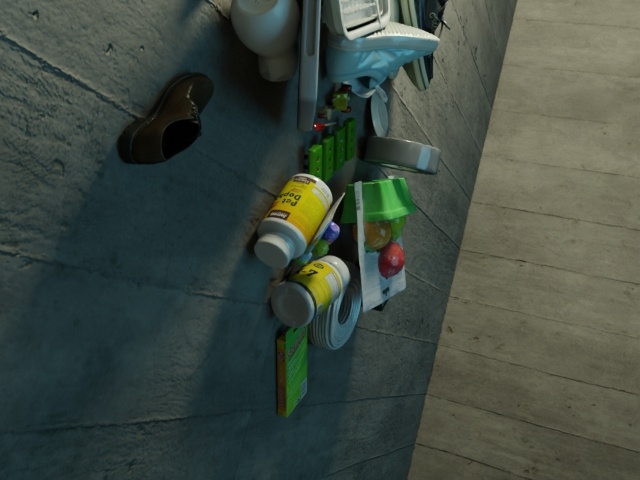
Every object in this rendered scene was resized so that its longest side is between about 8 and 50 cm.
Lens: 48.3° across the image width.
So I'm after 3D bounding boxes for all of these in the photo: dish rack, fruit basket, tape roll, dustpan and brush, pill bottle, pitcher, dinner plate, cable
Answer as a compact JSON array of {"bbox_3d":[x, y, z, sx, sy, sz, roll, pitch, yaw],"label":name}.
[{"bbox_3d":[0.067,-0.614,1.625,0.333,0.072,0.285,-45,132,-57],"label":"dish rack"},{"bbox_3d":[0.162,-0.001,2.034,0.327,0.165,0.353,-19,111,-61],"label":"fruit basket"},{"bbox_3d":[0.237,-0.246,2.074,0.219,0.219,0.072,3,99,-67],"label":"tape roll"},{"bbox_3d":[0.133,-0.434,1.939,0.211,0.060,0.147,47,58,-63],"label":"dustpan and brush"},{"bbox_3d":[-0.020,0.120,1.755,0.208,0.119,0.119,-34,132,-53],"label":"pill bottle"},{"bbox_3d":[-0.091,-0.425,1.346,0.207,0.125,0.177,60,36,-73],"label":"pitcher"},{"bbox_3d":[0.177,-0.367,2.088,0.141,0.017,0.141,-7,90,-68],"label":"dinner plate"},{"bbox_3d":[-0.064,-0.042,1.591,0.117,0.117,0.215,78,32,-45],"label":"pill bottle"},{"bbox_3d":[0.041,0.175,1.988,0.257,0.089,0.257,-48,143,-51],"label":"cable"}]

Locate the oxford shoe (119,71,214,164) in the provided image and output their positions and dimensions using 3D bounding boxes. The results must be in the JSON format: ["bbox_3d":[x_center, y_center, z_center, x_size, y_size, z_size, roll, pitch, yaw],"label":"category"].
[{"bbox_3d":[-0.223,-0.195,1.166,0.083,0.096,0.227,75,32,-44],"label":"oxford shoe"}]

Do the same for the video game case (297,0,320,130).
[{"bbox_3d":[-0.023,-0.390,1.400,0.329,0.036,0.300,156,-63,-88],"label":"video game case"}]

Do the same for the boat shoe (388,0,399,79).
[{"bbox_3d":[0.173,-0.562,1.949,0.254,0.079,0.095,81,28,-46],"label":"boat shoe"}]

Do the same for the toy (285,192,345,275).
[{"bbox_3d":[0.000,0.000,1.680,0.137,0.056,0.237,-60,-170,-33],"label":"toy"}]

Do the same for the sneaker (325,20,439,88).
[{"bbox_3d":[0.148,-0.466,1.808,0.366,0.135,0.150,-12,130,-36],"label":"sneaker"}]

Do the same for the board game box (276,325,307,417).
[{"bbox_3d":[-0.072,0.322,1.863,0.124,0.039,0.259,-43,142,-56],"label":"board game box"}]

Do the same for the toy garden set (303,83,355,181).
[{"bbox_3d":[0.017,-0.263,1.772,0.244,0.049,0.204,-46,143,-51],"label":"toy garden set"}]

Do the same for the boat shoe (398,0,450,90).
[{"bbox_3d":[0.283,-0.642,2.005,0.187,0.156,0.500,-116,-172,-46],"label":"boat shoe"}]

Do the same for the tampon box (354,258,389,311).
[{"bbox_3d":[0.163,0.121,2.209,0.161,0.120,0.101,-53,147,-46],"label":"tampon box"}]
